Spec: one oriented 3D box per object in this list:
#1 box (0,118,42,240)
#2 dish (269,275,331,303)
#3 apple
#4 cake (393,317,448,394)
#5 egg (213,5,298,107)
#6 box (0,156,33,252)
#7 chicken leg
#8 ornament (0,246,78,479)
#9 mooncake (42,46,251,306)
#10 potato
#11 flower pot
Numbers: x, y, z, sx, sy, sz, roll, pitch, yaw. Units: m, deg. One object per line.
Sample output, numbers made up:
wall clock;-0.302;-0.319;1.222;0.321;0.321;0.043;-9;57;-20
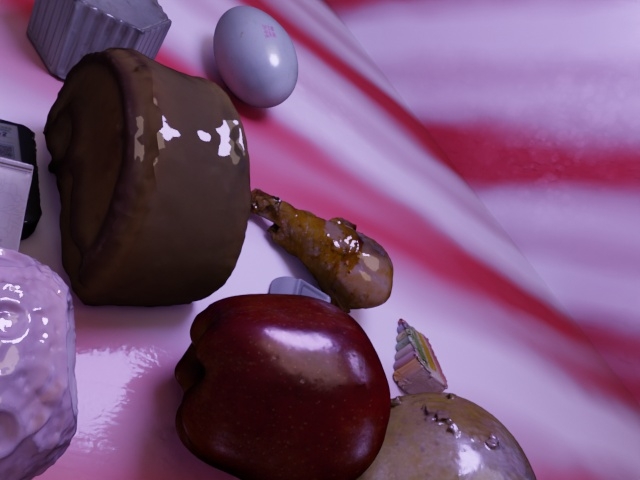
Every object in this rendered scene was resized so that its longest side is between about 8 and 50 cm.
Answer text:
box;-0.580;-0.108;0.573;0.350;0.058;0.211;6;51;-45
dish;-0.039;0.168;0.890;0.151;0.077;0.212;35;37;-20
apple;-0.053;0.221;0.657;0.316;0.288;0.288;18;44;-23
cake;0.238;0.301;1.105;0.109;0.090;0.225;38;17;-12
egg;-0.196;-0.545;1.270;0.230;0.230;0.371;6;47;-45
box;-0.456;-0.018;0.567;0.109;0.029;0.198;13;77;-45
chicken leg;0.000;0.000;1.060;0.409;0.182;0.295;31;25;2
ornament;-0.363;0.132;0.415;0.225;0.259;0.259;-2;57;-27
mooncake;-0.306;-0.101;0.724;0.246;0.393;0.394;5;14;-47
potato;0.215;0.461;0.689;0.385;0.319;0.442;23;45;-32
flower pot;-0.462;-0.448;0.913;0.239;0.189;0.209;18;45;-37
